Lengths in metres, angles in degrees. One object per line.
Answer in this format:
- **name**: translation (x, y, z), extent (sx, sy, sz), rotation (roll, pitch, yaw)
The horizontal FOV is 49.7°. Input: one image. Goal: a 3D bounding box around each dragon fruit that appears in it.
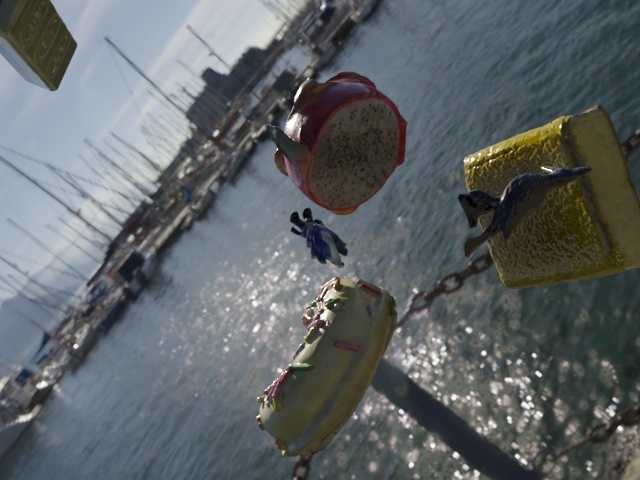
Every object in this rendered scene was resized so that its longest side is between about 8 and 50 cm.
- **dragon fruit**: translation (0.032, -0.219, 1.449), extent (0.291, 0.290, 0.189), rotation (-50, 50, 4)

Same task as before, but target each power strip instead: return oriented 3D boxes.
- **power strip**: translation (-0.465, -0.331, 1.114), extent (0.257, 0.070, 0.105), rotation (132, 161, -81)

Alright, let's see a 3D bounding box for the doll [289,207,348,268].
- **doll**: translation (0.000, 0.000, 1.608), extent (0.095, 0.195, 0.070), rotation (-20, -39, -26)

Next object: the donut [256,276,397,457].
- **donut**: translation (0.015, 0.222, 1.330), extent (0.307, 0.150, 0.371), rotation (-51, 9, 49)

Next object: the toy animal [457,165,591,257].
- **toy animal**: translation (0.270, -0.055, 0.937), extent (0.202, 0.070, 0.105), rotation (-25, 46, 4)

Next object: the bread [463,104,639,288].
- **bread**: translation (0.474, -0.071, 1.404), extent (0.143, 0.324, 0.333), rotation (-19, 1, -30)
